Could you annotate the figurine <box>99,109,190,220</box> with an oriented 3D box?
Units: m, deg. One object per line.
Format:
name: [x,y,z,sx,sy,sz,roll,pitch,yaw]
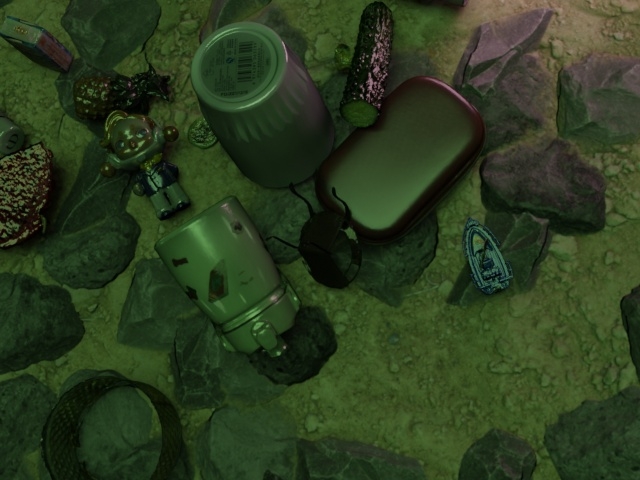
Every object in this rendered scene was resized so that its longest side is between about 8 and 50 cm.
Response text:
figurine: [-0.398,-0.187,1.803,0.274,0.133,0.194,38,89,4]

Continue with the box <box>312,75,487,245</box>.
box: [0.180,-0.179,1.716,0.404,0.108,0.263,-45,75,-2]

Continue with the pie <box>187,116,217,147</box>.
pie: [-0.281,-0.264,1.850,0.085,0.017,0.085,-2,79,8]

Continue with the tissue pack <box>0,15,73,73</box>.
tissue pack: [-0.699,-0.483,1.887,0.116,0.155,0.065,21,81,13]

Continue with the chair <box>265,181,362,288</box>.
chair: [0.000,0.000,1.665,0.174,0.213,0.149,8,60,38]

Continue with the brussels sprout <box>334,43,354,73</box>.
brussels sprout: [0.070,-0.427,1.814,0.085,0.058,0.085,3,47,-3]

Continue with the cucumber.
cucumber: [0.116,-0.416,1.745,0.096,0.096,0.359,6,55,10]

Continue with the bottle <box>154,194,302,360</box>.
bottle: [-0.177,0.096,1.658,0.229,0.229,0.351,-34,96,0]

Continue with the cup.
cup: [-0.125,-0.292,1.663,0.253,0.371,0.253,-4,71,12]

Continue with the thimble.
thimble: [-0.449,0.431,1.664,0.271,0.150,0.270,-2,78,8]

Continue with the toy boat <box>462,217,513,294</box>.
toy boat: [0.354,0.026,1.649,0.091,0.110,0.175,-20,75,4]

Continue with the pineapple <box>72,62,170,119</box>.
pineapple: [-0.478,-0.363,1.857,0.237,0.111,0.119,-9,92,1]

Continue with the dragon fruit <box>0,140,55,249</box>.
dragon fruit: [-0.751,-0.086,1.831,0.317,0.152,0.205,-23,96,-5]

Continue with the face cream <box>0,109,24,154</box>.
face cream: [-0.874,-0.316,1.920,0.314,0.089,0.143,32,86,21]

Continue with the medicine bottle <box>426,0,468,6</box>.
medicine bottle: [0.237,-0.643,1.783,0.255,0.152,0.152,20,82,11]
